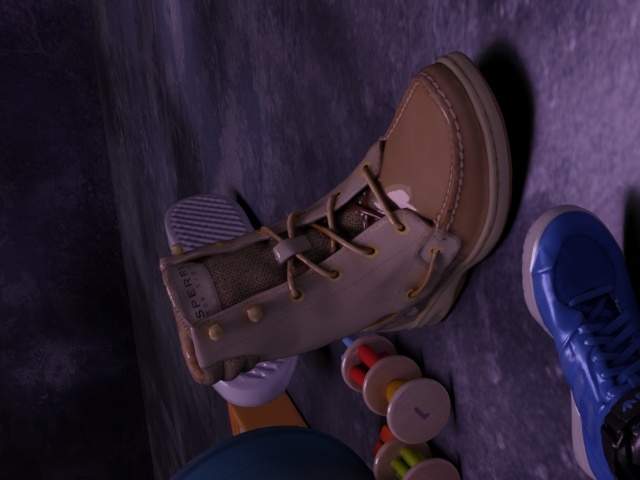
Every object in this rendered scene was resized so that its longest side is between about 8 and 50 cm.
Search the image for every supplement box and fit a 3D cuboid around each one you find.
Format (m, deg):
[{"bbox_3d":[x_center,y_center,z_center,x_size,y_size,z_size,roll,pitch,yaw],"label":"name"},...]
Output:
[{"bbox_3d":[-0.041,0.269,1.142,0.233,0.078,0.080,-135,36,-60],"label":"supplement box"}]

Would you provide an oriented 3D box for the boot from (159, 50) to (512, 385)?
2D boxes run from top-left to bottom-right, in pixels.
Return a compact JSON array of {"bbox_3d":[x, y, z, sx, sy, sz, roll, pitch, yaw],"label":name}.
[{"bbox_3d":[0.000,0.000,0.613,0.262,0.203,0.095,104,147,-58],"label":"boot"}]

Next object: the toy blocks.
[{"bbox_3d":[0.056,0.145,0.795,0.148,0.054,0.123,-144,43,-66],"label":"toy blocks"}]

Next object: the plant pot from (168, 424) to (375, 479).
[{"bbox_3d":[0.008,0.320,0.767,0.255,0.271,0.272,18,120,58],"label":"plant pot"}]

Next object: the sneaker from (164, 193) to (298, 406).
[{"bbox_3d":[-0.095,0.089,1.130,0.366,0.135,0.150,-113,11,-54],"label":"sneaker"}]

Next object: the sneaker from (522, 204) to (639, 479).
[{"bbox_3d":[0.144,0.059,0.450,0.084,0.058,0.152,-148,43,-74],"label":"sneaker"}]
